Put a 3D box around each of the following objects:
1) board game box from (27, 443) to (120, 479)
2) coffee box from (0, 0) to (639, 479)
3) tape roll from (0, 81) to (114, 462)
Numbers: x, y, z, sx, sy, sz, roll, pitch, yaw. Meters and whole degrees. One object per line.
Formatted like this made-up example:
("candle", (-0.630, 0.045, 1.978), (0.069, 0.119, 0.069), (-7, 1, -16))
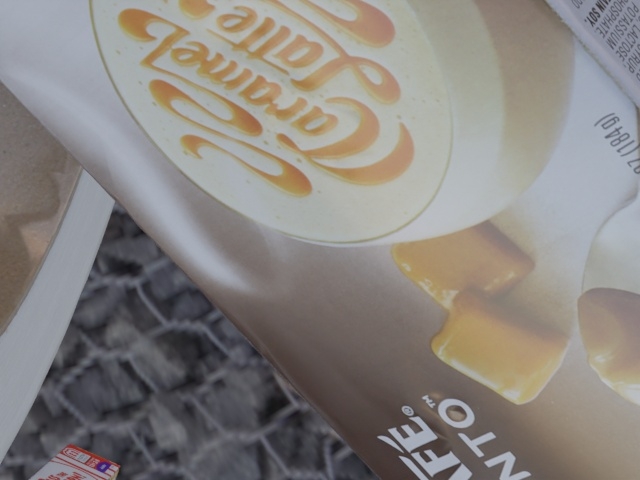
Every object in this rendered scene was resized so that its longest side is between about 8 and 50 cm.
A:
("board game box", (-0.208, 0.252, 1.344), (0.045, 0.147, 0.193), (23, 101, 6))
("coffee box", (0.043, -0.027, 0.477), (0.246, 0.141, 0.098), (48, 44, -12))
("tape roll", (-0.129, -0.062, 0.668), (0.072, 0.392, 0.392), (18, 97, 5))
